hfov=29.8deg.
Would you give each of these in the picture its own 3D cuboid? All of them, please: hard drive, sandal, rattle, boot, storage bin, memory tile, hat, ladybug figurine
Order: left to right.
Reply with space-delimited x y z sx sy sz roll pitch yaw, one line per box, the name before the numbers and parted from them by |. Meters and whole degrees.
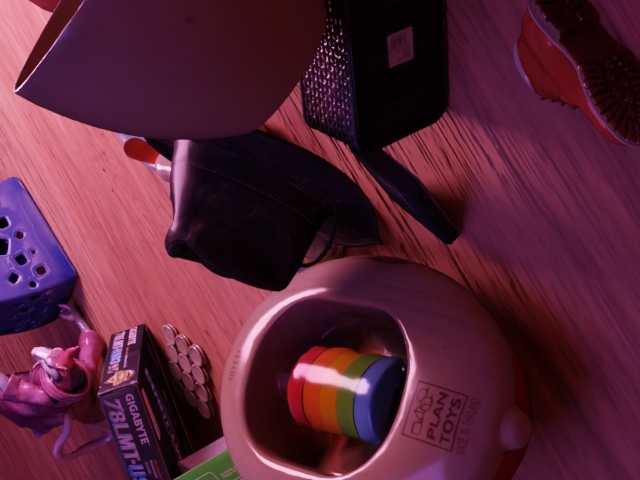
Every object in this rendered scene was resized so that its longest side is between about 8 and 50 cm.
memory tile | -0.214 0.213 1.952 0.113 0.012 0.148 31 136 42
rattle | -0.138 -0.082 1.524 0.200 0.130 0.143 -4 152 36
hat | -0.094 -0.025 1.258 0.331 0.134 0.331 27 170 5
sandal | 0.000 0.000 1.434 0.072 0.049 0.180 56 148 12
storage bin | 0.049 -0.189 1.145 0.084 0.122 0.180 30 136 43
ladybug figurine | 0.065 0.175 1.300 0.449 0.162 0.305 10 79 53
hard drive | 0.086 -0.050 1.222 0.094 0.022 0.135 42 179 31
boot | 0.218 -0.132 1.008 0.158 0.059 0.084 61 153 20

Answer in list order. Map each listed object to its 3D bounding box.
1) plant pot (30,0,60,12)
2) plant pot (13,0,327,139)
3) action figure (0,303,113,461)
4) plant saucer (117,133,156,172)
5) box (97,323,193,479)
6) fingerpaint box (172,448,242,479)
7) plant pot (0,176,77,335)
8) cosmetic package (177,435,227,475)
plant pot | -0.247 -0.368 1.342 0.265 0.272 0.272 3 116 65
plant pot | -0.107 -0.198 1.038 0.191 0.284 0.284 31 155 -19
action figure | -0.497 0.281 2.200 0.275 0.248 0.370 61 152 2
plant saucer | -0.237 -0.218 1.629 0.317 0.044 0.317 35 140 37
box | -0.270 0.315 1.928 0.293 0.073 0.295 -117 9 -76
fingerpaint box | -0.079 0.429 1.499 0.163 0.445 0.371 38 142 37
plant pot | -0.616 0.058 2.239 0.236 0.212 0.236 57 150 10
cosmetic package | -0.129 0.429 1.892 0.085 0.117 0.231 10 120 54
